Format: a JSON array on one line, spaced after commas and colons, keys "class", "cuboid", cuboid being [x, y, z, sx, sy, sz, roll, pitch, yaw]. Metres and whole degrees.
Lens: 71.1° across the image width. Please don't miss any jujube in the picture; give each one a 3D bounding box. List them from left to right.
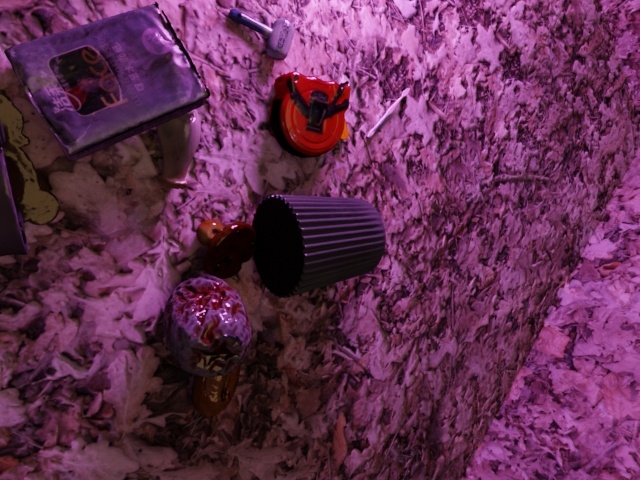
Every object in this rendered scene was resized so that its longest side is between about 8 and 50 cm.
[{"class": "jujube", "cuboid": [-0.297, 0.224, 1.190, 0.225, 0.317, 0.226, -8, 111, -22]}]

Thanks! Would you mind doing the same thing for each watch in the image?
[{"class": "watch", "cuboid": [-0.686, -0.127, 0.857, 0.313, 0.326, 0.336, -11, 103, -32]}]

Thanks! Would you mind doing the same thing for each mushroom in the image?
[{"class": "mushroom", "cuboid": [-0.378, -0.252, 1.195, 0.116, 0.093, 0.225, -1, 108, -15]}]

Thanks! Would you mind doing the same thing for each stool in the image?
[{"class": "stool", "cuboid": [0.000, 0.000, 1.370, 0.329, 0.297, 0.298, -8, 102, -37]}]

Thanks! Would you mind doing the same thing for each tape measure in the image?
[{"class": "tape measure", "cuboid": [-0.030, -0.385, 1.383, 0.253, 0.114, 0.261, 2, 96, -33]}]

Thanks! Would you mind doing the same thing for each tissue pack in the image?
[{"class": "tissue pack", "cuboid": [-0.483, -0.371, 1.052, 0.361, 0.122, 0.259, -31, 96, -24]}]

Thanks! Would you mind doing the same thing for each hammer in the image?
[{"class": "hammer", "cuboid": [-0.172, -0.607, 1.289, 0.193, 0.069, 0.116, 18, 88, -26]}]

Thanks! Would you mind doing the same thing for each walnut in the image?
[{"class": "walnut", "cuboid": [-0.307, 0.399, 1.321, 0.137, 0.137, 0.246, 18, 78, -34]}]

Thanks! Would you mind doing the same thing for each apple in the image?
[{"class": "apple", "cuboid": [-0.312, -0.021, 1.279, 0.083, 0.071, 0.084, -7, 102, -34]}]

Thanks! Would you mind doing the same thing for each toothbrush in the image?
[{"class": "toothbrush", "cuboid": [0.243, -0.457, 1.607, 0.021, 0.027, 0.269, 38, 73, 4]}]

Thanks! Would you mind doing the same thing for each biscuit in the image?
[{"class": "biscuit", "cuboid": [-0.261, 0.030, 1.294, 0.192, 0.049, 0.192, -39, 148, -31]}]

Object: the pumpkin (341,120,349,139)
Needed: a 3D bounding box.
[{"class": "pumpkin", "cuboid": [0.066, -0.376, 1.501, 0.050, 0.028, 0.083, -7, 93, -31]}]
